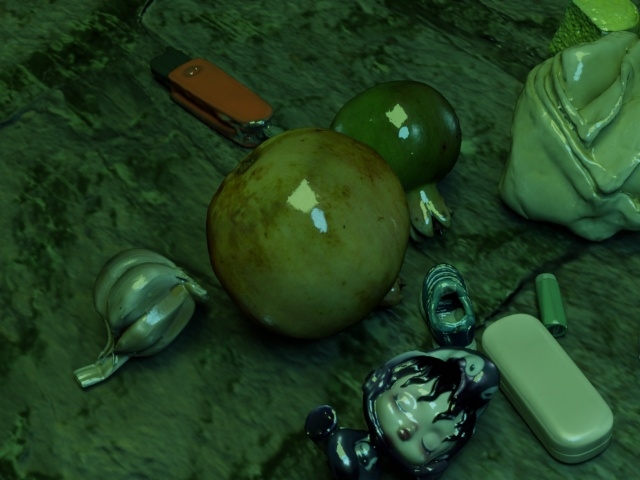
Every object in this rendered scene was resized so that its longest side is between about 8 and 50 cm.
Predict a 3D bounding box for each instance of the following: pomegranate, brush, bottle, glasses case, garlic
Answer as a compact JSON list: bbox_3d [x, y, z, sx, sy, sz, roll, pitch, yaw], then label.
[{"bbox_3d":[0.000,0.000,1.554,0.229,0.270,0.252,-30,27,34],"label":"pomegranate"},{"bbox_3d":[0.097,-0.108,1.678,0.179,0.179,0.210,-4,60,3],"label":"pomegranate"},{"bbox_3d":[-0.134,-0.190,1.854,0.070,0.051,0.323,-31,49,-28],"label":"brush"},{"bbox_3d":[0.282,0.079,1.581,0.030,0.030,0.083,-5,48,2],"label":"bottle"},{"bbox_3d":[0.260,0.168,1.492,0.083,0.050,0.196,-21,50,-15],"label":"glasses case"},{"bbox_3d":[-0.238,0.094,1.584,0.194,0.127,0.131,-46,22,4],"label":"garlic"}]

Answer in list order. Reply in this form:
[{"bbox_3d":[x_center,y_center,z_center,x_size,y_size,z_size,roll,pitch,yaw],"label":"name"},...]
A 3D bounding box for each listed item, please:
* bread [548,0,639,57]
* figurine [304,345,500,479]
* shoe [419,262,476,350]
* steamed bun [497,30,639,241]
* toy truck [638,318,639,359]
[{"bbox_3d":[0.398,-0.286,1.834,0.111,0.114,0.129,-23,54,-22],"label":"bread"},{"bbox_3d":[0.104,0.201,1.445,0.222,0.145,0.145,-31,52,-6],"label":"figurine"},{"bbox_3d":[0.155,0.078,1.570,0.064,0.071,0.143,-6,44,0],"label":"shoe"},{"bbox_3d":[0.391,-0.148,1.651,0.289,0.203,0.276,13,51,16],"label":"steamed bun"},{"bbox_3d":[0.479,0.065,1.527,0.242,0.101,0.125,-35,50,-25],"label":"toy truck"}]
